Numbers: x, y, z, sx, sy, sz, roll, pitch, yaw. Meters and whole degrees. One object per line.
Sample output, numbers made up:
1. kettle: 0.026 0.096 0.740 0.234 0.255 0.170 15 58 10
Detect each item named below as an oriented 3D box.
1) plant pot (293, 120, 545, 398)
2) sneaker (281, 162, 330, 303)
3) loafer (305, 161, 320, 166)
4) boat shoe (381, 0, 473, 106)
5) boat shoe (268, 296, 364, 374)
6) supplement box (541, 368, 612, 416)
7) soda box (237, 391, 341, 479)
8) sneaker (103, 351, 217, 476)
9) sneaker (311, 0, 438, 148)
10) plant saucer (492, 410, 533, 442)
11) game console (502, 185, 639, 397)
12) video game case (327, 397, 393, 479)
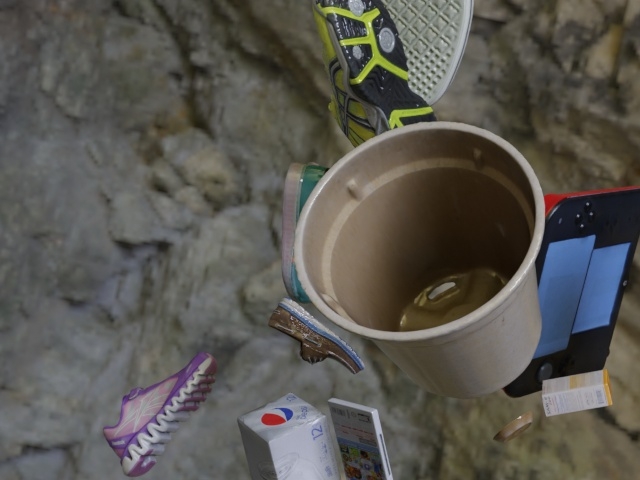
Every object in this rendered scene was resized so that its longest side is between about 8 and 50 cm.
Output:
1. plant pot: 0.169 0.060 1.736 0.305 0.334 0.333 59 33 -52
2. sneaker: 0.000 0.000 2.262 0.108 0.121 0.302 -66 161 -49
3. loafer: 0.017 -0.100 2.514 0.050 0.148 0.056 -33 152 -56
4. boat shoe: 0.183 -0.468 2.179 0.156 0.187 0.500 13 78 -73
5. boat shoe: -0.009 0.177 2.143 0.066 0.183 0.066 -51 174 -9
6. supplement box: 0.379 0.225 1.858 0.062 0.098 0.036 -52 128 -70
7. soda box: -0.024 0.355 1.672 0.098 0.091 0.286 24 -50 56
8. sneaker: -0.267 0.267 2.047 0.236 0.104 0.095 -50 159 0
9. sneaker: 0.061 -0.246 2.011 0.145 0.147 0.384 -48 125 -36
10. plant saucer: 0.330 0.319 2.126 0.015 0.083 0.083 56 -25 21
11. game console: 0.462 0.091 2.300 0.060 0.342 0.386 30 -64 44
12. video game case: 0.052 0.261 1.578 0.087 0.011 0.122 6 -66 51
